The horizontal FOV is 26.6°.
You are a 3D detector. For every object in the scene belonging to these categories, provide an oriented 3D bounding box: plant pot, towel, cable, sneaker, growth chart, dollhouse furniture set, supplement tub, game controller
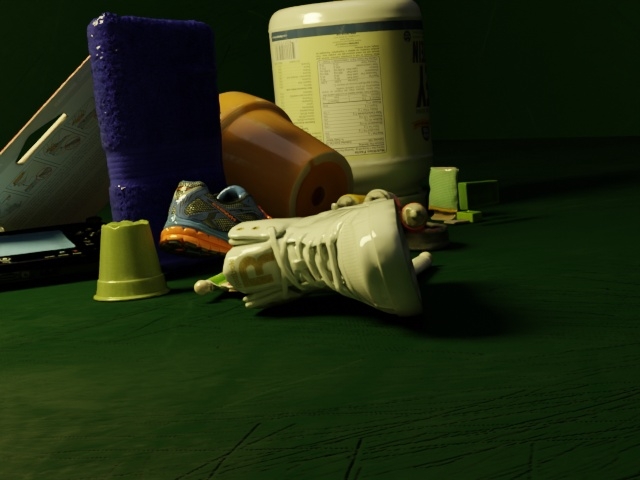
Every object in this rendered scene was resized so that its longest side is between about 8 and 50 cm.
[{"bbox_3d":[-0.066,-0.078,1.804,0.188,0.205,0.205,21,22,38],"label":"plant pot"},{"bbox_3d":[-0.180,-0.118,1.625,0.076,0.308,0.228,-6,4,24],"label":"towel"},{"bbox_3d":[0.106,-0.034,1.711,0.139,0.072,0.287,8,8,11],"label":"cable"},{"bbox_3d":[-0.003,0.026,1.215,0.169,0.108,0.292,-13,3,-1],"label":"sneaker"},{"bbox_3d":[-0.205,0.020,1.456,0.083,0.079,0.083,-4,7,1],"label":"plant pot"},{"bbox_3d":[-0.001,0.035,1.427,0.237,0.021,0.172,-4,6,6],"label":"growth chart"},{"bbox_3d":[0.180,-0.062,1.890,0.059,0.076,0.152,-8,8,-31],"label":"dollhouse furniture set"},{"bbox_3d":[0.049,-0.196,2.068,0.235,0.324,0.235,-5,6,1],"label":"supplement tub"},{"bbox_3d":[-0.085,-0.017,1.525,0.083,0.087,0.221,-2,-10,37],"label":"sneaker"},{"bbox_3d":[-0.395,0.020,1.657,0.319,0.067,0.166,-8,7,-20],"label":"game controller"}]

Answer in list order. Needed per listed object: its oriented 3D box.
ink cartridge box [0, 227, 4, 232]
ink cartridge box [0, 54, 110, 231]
[{"bbox_3d":[-0.591,0.006,1.956,0.165,0.065,0.333,0,7,37],"label":"ink cartridge box"},{"bbox_3d":[-0.320,-0.130,1.736,0.296,0.066,0.261,-45,-24,11],"label":"ink cartridge box"}]
